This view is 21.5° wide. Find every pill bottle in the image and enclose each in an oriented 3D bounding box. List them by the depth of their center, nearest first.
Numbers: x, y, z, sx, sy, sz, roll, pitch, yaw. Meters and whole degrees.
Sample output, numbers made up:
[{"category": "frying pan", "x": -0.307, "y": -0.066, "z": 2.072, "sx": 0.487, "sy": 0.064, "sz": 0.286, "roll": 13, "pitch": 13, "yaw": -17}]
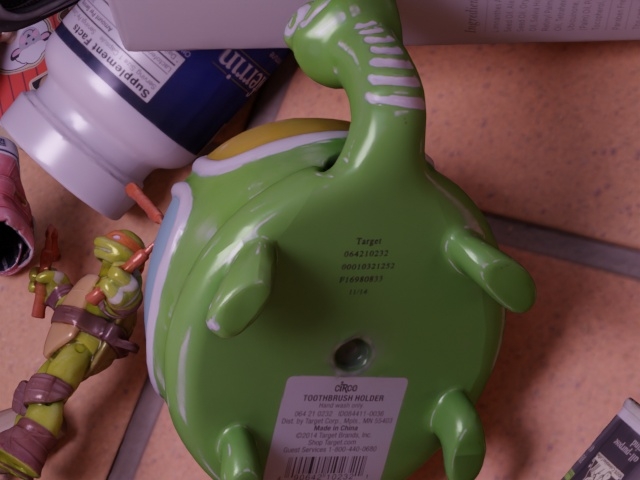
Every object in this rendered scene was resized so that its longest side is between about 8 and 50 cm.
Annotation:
[{"category": "pill bottle", "x": -0.122, "y": -0.153, "z": 1.335, "sx": 0.264, "sy": 0.153, "sz": 0.153, "roll": -48, "pitch": 56, "yaw": 4}]

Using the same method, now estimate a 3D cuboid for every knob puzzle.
[{"category": "knob puzzle", "x": -0.226, "y": -0.158, "z": 1.469, "sx": 0.213, "sy": 0.030, "sz": 0.213, "roll": -11, "pitch": 65, "yaw": 24}]

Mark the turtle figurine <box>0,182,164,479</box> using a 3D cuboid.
[{"category": "turtle figurine", "x": -0.188, "y": 0.075, "z": 1.276, "sx": 0.269, "sy": 0.087, "sz": 0.217, "roll": -6, "pitch": 54, "yaw": 62}]

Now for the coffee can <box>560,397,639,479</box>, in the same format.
[{"category": "coffee can", "x": 0.167, "y": 0.259, "z": 0.977, "sx": 0.275, "sy": 0.201, "sz": 0.201, "roll": -49, "pitch": 56, "yaw": 2}]

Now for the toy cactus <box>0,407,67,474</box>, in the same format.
[{"category": "toy cactus", "x": -0.293, "y": 0.172, "z": 1.338, "sx": 0.180, "sy": 0.112, "sz": 0.219, "roll": -28, "pitch": 50, "yaw": 5}]

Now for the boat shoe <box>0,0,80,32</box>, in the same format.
[{"category": "boat shoe", "x": -0.151, "y": -0.274, "z": 1.377, "sx": 0.335, "sy": 0.112, "sz": 0.095, "roll": -37, "pitch": 27, "yaw": -15}]

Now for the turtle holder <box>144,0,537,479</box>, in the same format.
[{"category": "turtle holder", "x": -0.016, "y": 0.012, "z": 1.122, "sx": 0.243, "sy": 0.320, "sz": 0.227, "roll": -25, "pitch": 33, "yaw": -8}]

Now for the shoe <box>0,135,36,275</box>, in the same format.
[{"category": "shoe", "x": -0.258, "y": -0.001, "z": 1.341, "sx": 0.063, "sy": 0.178, "sz": 0.081, "roll": -5, "pitch": 59, "yaw": -9}]

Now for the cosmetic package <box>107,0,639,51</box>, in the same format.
[{"category": "cosmetic package", "x": 0.079, "y": -0.270, "z": 1.169, "sx": 0.453, "sy": 0.161, "sz": 0.230, "roll": -2, "pitch": 68, "yaw": 3}]
